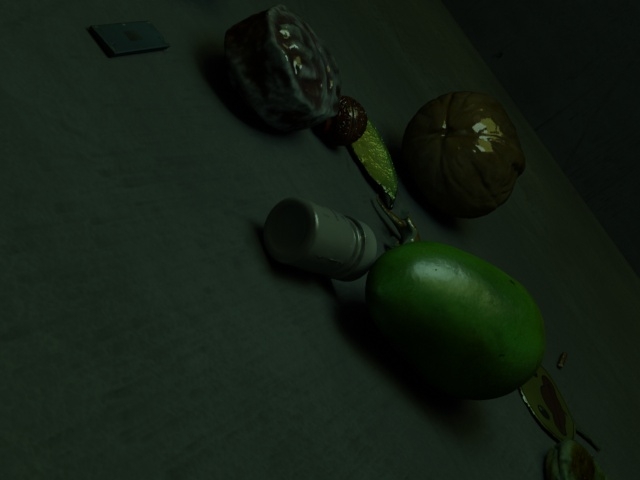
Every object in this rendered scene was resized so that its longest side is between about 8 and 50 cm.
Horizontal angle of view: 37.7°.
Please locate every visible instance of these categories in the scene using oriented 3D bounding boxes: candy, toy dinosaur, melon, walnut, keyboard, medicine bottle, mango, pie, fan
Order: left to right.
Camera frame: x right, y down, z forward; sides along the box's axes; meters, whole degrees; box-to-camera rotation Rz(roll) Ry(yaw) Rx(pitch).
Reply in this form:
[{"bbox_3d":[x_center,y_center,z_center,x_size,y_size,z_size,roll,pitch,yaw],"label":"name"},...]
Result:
[{"bbox_3d":[-0.288,-0.308,1.427,0.055,0.014,0.176,52,23,-1],"label":"keyboard"},{"bbox_3d":[-0.064,-0.299,1.653,0.289,0.157,0.214,-5,75,-70],"label":"candy"},{"bbox_3d":[0.000,0.000,1.422,0.168,0.105,0.105,19,40,-51],"label":"medicine bottle"},{"bbox_3d":[0.101,-0.174,1.920,0.114,0.053,0.261,5,52,-50],"label":"melon"},{"bbox_3d":[0.179,0.007,1.808,0.142,0.057,0.212,46,23,-44],"label":"toy dinosaur"},{"bbox_3d":[0.213,0.130,1.508,0.382,0.225,0.201,27,-6,-35],"label":"mango"},{"bbox_3d":[0.325,-0.191,2.103,0.313,0.252,0.277,32,30,-59],"label":"walnut"},{"bbox_3d":[0.493,0.349,1.964,0.335,0.011,0.229,41,26,-26],"label":"fan"},{"bbox_3d":[0.514,0.504,1.723,0.302,0.067,0.302,42,25,-25],"label":"pie"}]

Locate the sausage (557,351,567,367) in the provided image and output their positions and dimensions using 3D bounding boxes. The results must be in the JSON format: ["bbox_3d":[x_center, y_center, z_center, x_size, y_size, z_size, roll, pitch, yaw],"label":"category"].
[{"bbox_3d":[0.566,0.280,2.192,0.015,0.015,0.100,55,24,3],"label":"sausage"}]

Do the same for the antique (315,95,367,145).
[{"bbox_3d":[0.044,-0.233,1.831,0.104,0.104,0.104,41,26,-26],"label":"antique"}]
